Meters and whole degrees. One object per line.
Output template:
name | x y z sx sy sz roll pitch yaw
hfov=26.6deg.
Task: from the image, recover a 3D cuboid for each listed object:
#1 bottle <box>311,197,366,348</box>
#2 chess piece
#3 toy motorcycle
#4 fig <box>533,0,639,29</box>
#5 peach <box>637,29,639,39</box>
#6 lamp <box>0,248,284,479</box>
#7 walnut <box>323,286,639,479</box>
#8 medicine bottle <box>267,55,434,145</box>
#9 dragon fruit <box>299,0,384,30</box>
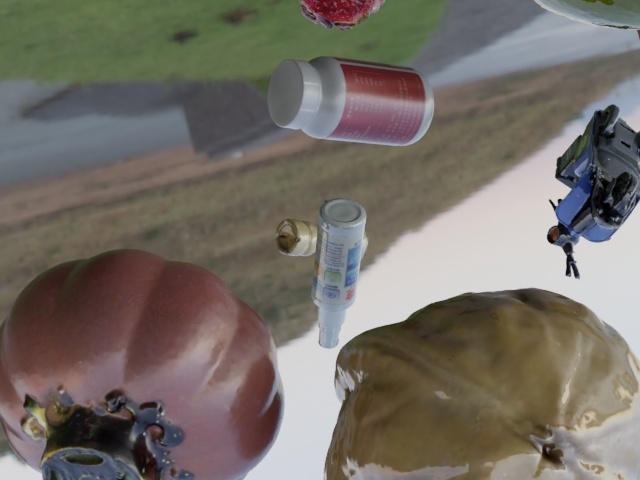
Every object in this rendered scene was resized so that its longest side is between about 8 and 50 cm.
bottle | 0.017 0.048 1.678 0.060 0.217 0.060 4 -141 -4
chess piece | 0.000 0.000 1.824 0.122 0.066 0.066 3 170 -44
toy motorcycle | 0.482 -0.094 2.349 0.212 0.125 0.358 -55 -173 33
fig | 0.313 -0.322 1.416 0.230 0.207 0.207 22 -163 21
peach | 0.571 -0.402 2.023 0.281 0.281 0.338 -15 -137 -16
lamp | -0.190 0.158 1.355 0.305 0.305 0.239 -13 -145 26
walnut | 0.165 0.211 1.357 0.381 0.381 0.381 -14 -177 1
medicine bottle | 0.049 -0.221 2.141 0.250 0.131 0.131 2 174 -33
dragon fruit | 0.018 -0.334 1.731 0.133 0.150 0.207 -1 169 -1
